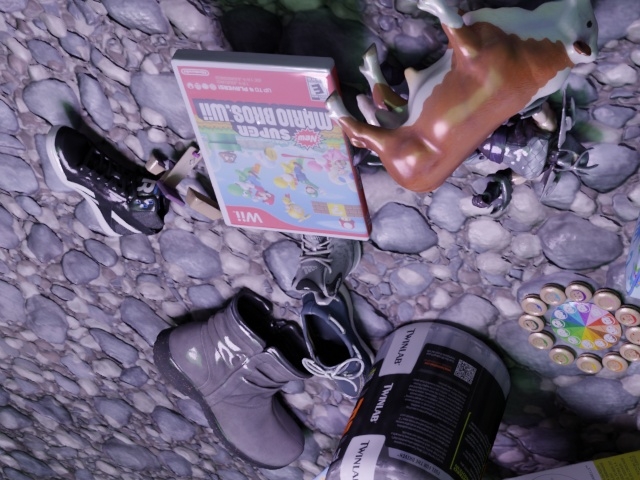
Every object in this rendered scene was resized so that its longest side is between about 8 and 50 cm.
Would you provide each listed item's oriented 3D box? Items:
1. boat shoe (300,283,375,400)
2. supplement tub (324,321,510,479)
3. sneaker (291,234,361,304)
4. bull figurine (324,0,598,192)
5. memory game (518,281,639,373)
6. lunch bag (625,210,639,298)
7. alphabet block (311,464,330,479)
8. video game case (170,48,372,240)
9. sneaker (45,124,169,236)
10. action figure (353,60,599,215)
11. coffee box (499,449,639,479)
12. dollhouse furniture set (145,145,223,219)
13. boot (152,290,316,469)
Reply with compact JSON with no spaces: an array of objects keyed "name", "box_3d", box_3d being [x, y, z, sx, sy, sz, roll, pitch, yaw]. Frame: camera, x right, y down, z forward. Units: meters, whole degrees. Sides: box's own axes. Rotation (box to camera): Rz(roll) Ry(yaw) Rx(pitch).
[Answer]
[{"name":"boat shoe","box_3d":[0.024,0.163,2.062,0.095,0.079,0.254,8,138,20]},{"name":"supplement tub","box_3d":[0.132,0.300,1.953,0.207,0.338,0.207,15,139,13]},{"name":"sneaker","box_3d":[0.000,0.000,1.848,0.086,0.132,0.228,6,138,22]},{"name":"bull figurine","box_3d":[0.154,-0.181,1.502,0.188,0.101,0.310,40,119,-7]},{"name":"memory game","box_3d":[0.362,0.122,1.891,0.186,0.012,0.186,15,140,13]},{"name":"lunch bag","box_3d":[0.410,-0.042,1.515,0.090,0.219,0.176,20,140,6]},{"name":"alphabet block","box_3d":[0.105,0.416,2.166,0.197,0.192,0.193,56,143,11]},{"name":"video game case","box_3d":[-0.055,-0.114,1.703,0.204,0.025,0.285,6,139,20]},{"name":"sneaker","box_3d":[-0.285,-0.091,1.949,0.121,0.079,0.217,-4,142,26]},{"name":"action figure","box_3d":[0.190,-0.119,1.644,0.285,0.099,0.185,14,127,7]},{"name":"coffee box","box_3d":[0.387,0.535,1.985,0.334,0.338,0.337,-8,147,-22]},{"name":"dollhouse furniture set","box_3d":[-0.169,-0.092,1.932,0.081,0.091,0.114,-49,134,10]},{"name":"boot","box_3d":[-0.087,0.233,2.180,0.223,0.118,0.338,-22,126,36]}]
